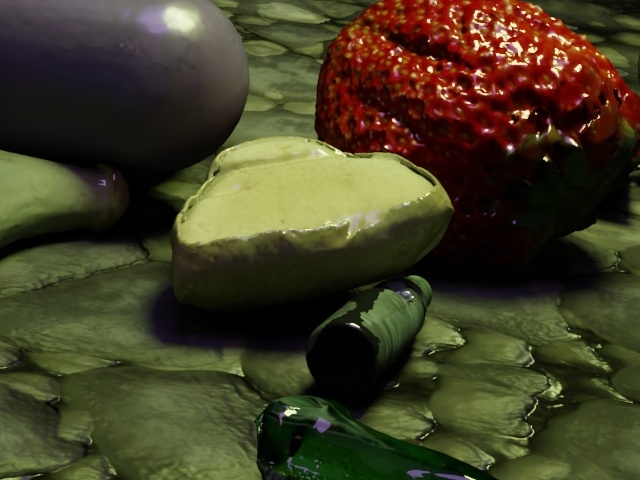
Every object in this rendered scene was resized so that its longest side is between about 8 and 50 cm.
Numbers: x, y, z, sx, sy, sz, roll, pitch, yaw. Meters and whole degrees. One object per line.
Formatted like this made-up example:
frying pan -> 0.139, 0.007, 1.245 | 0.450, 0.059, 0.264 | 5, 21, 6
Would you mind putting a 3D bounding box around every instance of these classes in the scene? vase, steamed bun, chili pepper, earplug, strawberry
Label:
vase -> 0.047, 0.064, 1.413 | 0.060, 0.060, 0.211 | 13, 16, 15
steamed bun -> -0.016, -0.009, 1.501 | 0.231, 0.110, 0.212 | -10, 25, -7
chili pepper -> 0.057, 0.157, 1.168 | 0.216, 0.062, 0.108 | 20, 24, 25
earplug -> -0.282, -0.174, 1.661 | 0.456, 0.215, 0.215 | 11, 20, 20
strawberry -> 0.135, -0.116, 1.652 | 0.288, 0.238, 0.250 | 46, 25, 22

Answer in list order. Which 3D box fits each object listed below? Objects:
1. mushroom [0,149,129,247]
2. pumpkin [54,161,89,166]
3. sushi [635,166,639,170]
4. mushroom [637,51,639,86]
mushroom -> -0.276, -0.036, 1.509 | 0.118, 0.103, 0.270 | 19, 18, 29
pumpkin -> -0.187, -0.145, 1.789 | 0.217, 0.217, 0.110 | 19, -18, 28
sushi -> 0.219, -0.082, 1.872 | 0.215, 0.050, 0.192 | 18, 3, 4
mushroom -> 0.493, -0.200, 2.139 | 0.215, 0.207, 0.207 | 52, 37, 15
